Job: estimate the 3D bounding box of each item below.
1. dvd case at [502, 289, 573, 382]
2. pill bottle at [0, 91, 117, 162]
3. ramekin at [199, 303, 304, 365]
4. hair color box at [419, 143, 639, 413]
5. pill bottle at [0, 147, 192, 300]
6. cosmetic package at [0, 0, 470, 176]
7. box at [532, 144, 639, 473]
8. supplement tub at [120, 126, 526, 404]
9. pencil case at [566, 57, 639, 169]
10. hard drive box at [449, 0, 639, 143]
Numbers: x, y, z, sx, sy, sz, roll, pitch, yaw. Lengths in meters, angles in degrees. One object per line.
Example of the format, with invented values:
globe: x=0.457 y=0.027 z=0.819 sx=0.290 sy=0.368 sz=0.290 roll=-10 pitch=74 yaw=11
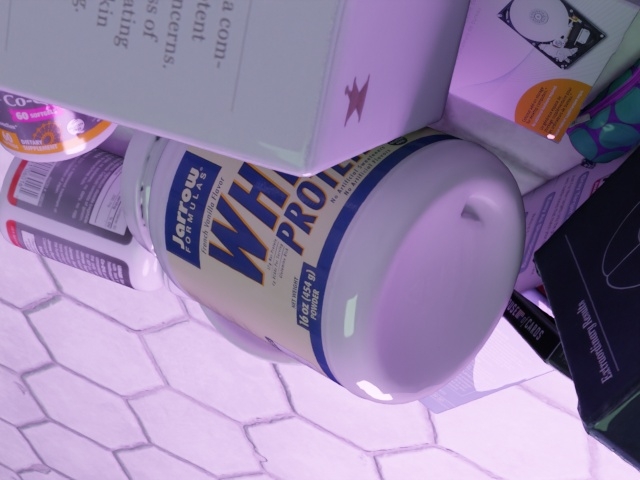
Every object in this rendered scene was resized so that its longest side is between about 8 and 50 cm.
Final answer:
dvd case: x=0.271 y=0.135 z=0.996 sx=0.239 sy=0.029 sz=0.179 roll=35 pitch=-173 yaw=-14
pill bottle: x=-0.330 y=-0.236 z=1.230 sx=0.162 sy=0.162 sz=0.278 roll=12 pitch=141 yaw=20
ramekin: x=0.000 y=0.000 z=1.217 sx=0.277 sy=0.277 sz=0.135 roll=8 pitch=178 yaw=25
hair color box: x=0.231 y=0.045 z=1.189 sx=0.114 sy=0.185 sz=0.374 roll=39 pitch=143 yaw=-14
pill bottle: x=-0.260 y=-0.027 z=1.439 sx=0.283 sy=0.161 sz=0.161 roll=19 pitch=143 yaw=12
cosmetic package: x=-0.096 y=-0.269 z=0.794 sx=0.394 sy=0.327 sz=0.329 roll=18 pitch=107 yaw=16
box: x=0.379 y=-0.006 z=0.805 sx=0.212 sy=0.293 sz=0.395 roll=38 pitch=111 yaw=-12
supplement tub: x=-0.006 y=-0.017 z=1.000 sx=0.325 sy=0.235 sz=0.235 roll=25 pitch=149 yaw=38
pencil case: x=0.296 y=-0.131 z=1.035 sx=0.070 sy=0.064 sz=0.151 roll=8 pitch=150 yaw=-25
hard drive box: x=0.156 y=-0.218 z=1.001 sx=0.232 sy=0.089 sz=0.181 roll=25 pitch=143 yaw=5
